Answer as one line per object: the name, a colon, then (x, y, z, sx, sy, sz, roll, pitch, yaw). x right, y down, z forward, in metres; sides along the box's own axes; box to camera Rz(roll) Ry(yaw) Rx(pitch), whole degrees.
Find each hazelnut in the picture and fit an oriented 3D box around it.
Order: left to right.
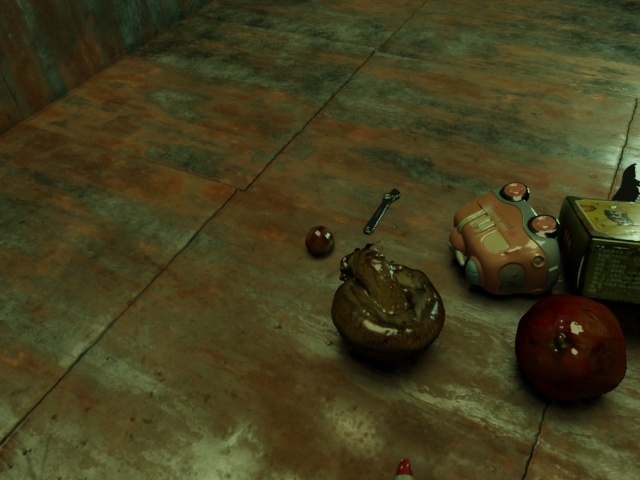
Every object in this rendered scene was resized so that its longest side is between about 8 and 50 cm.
hazelnut: (0.000, 0.000, 1.538, 0.086, 0.086, 0.086, -3, 44, 3)

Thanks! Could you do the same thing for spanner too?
spanner: (0.179, -0.087, 1.650, 0.046, 0.012, 0.208, 19, 49, 21)

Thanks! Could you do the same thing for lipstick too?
lipstick: (0.155, 0.489, 1.041, 0.063, 0.057, 0.186, 2, 39, 8)

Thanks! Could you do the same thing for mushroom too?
mushroom: (0.144, 0.144, 1.287, 0.263, 0.195, 0.283, -13, 61, -18)

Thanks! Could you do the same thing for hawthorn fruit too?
hawthorn fruit: (0.499, 0.207, 1.145, 0.224, 0.261, 0.224, -11, 66, 26)

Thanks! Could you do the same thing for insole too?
insole: (0.913, -0.162, 1.660, 0.080, 0.003, 0.232, 25, 52, 28)

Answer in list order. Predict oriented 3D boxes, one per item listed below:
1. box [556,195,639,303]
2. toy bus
box: (0.783, 0.023, 1.293, 0.420, 0.138, 0.373, 8, 21, 14)
toy bus: (0.446, 0.007, 1.409, 0.232, 0.194, 0.288, -18, 46, -1)
